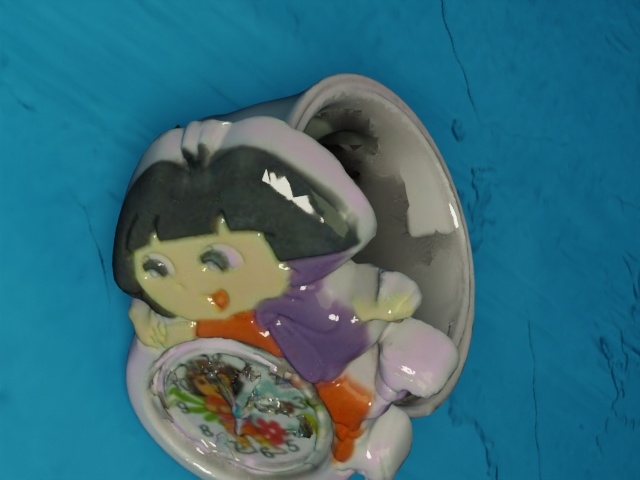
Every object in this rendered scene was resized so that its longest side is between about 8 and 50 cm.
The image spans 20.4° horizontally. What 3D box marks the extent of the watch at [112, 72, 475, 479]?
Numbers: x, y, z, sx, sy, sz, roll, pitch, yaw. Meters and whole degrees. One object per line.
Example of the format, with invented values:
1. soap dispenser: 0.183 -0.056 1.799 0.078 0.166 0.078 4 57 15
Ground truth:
1. watch: 0.000 0.000 1.010 0.244 0.196 0.231 61 38 -24
